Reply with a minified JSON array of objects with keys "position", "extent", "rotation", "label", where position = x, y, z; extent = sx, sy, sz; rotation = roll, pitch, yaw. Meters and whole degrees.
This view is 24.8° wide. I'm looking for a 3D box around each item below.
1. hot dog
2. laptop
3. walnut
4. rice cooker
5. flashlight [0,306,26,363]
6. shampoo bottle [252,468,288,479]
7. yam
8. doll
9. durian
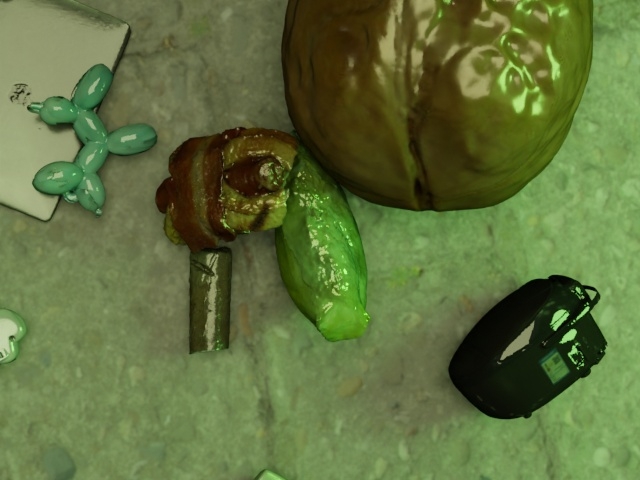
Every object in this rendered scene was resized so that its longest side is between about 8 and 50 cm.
[{"position":[-0.118,-0.064,1.700],"extent":[0.103,0.213,0.146],"rotation":[20,65,-38],"label":"hot dog"},{"position":[-0.364,-0.177,1.778],"extent":[0.187,0.015,0.269],"rotation":[22,84,-3],"label":"laptop"},{"position":[0.134,-0.230,1.675],"extent":[0.354,0.308,0.398],"rotation":[10,86,9],"label":"walnut"},{"position":[0.250,0.126,1.737],"extent":[0.203,0.142,0.118],"rotation":[-37,101,-6],"label":"rice cooker"},{"position":[-0.424,0.061,1.741],"extent":[0.093,0.047,0.200],"rotation":[-27,85,-6],"label":"flashlight"},{"position":[-0.002,0.358,1.744],"extent":[0.212,0.049,0.072],"rotation":[37,80,-1],"label":"shampoo bottle"},{"position":[-0.133,0.071,1.757],"extent":[0.054,0.054,0.132],"rotation":[1,86,-4],"label":"yam"},{"position":[-0.280,-0.113,1.748],"extent":[0.158,0.059,0.159],"rotation":[-32,98,-14],"label":"doll"},{"position":[0.000,0.000,1.727],"extent":[0.101,0.139,0.250],"rotation":[-7,69,-10],"label":"durian"}]
